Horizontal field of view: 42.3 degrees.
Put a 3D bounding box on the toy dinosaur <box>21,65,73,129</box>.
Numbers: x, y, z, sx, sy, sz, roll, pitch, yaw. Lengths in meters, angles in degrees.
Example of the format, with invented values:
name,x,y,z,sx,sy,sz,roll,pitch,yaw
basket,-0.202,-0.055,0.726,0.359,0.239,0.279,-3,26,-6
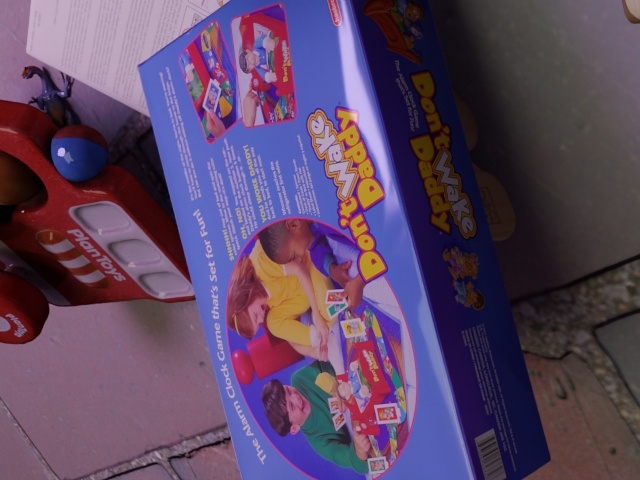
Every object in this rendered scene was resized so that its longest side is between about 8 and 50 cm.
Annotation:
name,x,y,z,sx,sy,sz,roll,pitch,yaw
toy dinosaur,-0.291,-0.142,0.879,0.082,0.047,0.090,60,149,18

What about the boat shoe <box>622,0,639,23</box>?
name,x,y,z,sx,sy,sz,roll,pitch,yaw
boat shoe,0.193,-0.195,0.453,0.049,0.056,0.152,7,130,30

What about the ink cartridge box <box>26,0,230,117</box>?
name,x,y,z,sx,sy,sz,roll,pitch,yaw
ink cartridge box,-0.146,-0.197,0.735,0.224,0.056,0.181,26,132,-1

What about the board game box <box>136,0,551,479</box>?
name,x,y,z,sx,sy,sz,roll,pitch,yaw
board game box,0.000,0.000,0.583,0.233,0.078,0.347,-17,87,47

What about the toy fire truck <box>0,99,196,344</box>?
name,x,y,z,sx,sy,sz,roll,pitch,yaw
toy fire truck,-0.278,-0.034,0.819,0.253,0.169,0.302,-8,137,25

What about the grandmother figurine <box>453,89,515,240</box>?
name,x,y,z,sx,sy,sz,roll,pitch,yaw
grandmother figurine,0.008,0.019,0.706,0.342,0.104,0.208,-31,68,48
